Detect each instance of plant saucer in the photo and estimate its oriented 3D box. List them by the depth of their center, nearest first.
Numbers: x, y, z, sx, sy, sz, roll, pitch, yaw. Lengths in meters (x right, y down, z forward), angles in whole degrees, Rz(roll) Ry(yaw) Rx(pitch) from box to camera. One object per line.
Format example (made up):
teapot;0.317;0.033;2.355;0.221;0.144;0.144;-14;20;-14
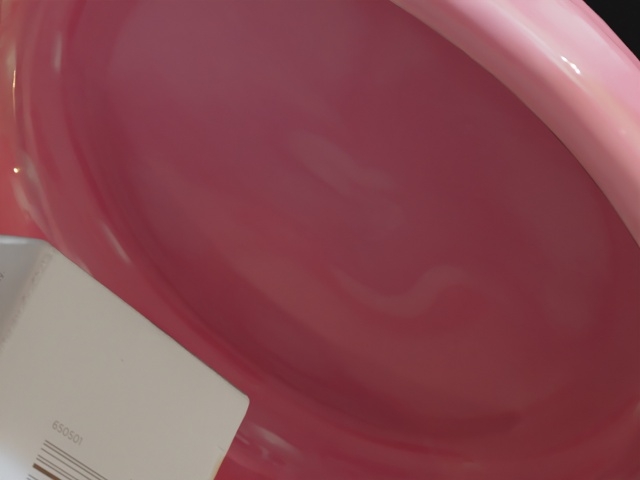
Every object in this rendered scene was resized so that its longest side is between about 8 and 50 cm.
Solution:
plant saucer;0.000;0.000;0.537;0.332;0.084;0.332;21;-41;20

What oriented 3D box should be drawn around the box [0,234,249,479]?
box;-0.128;0.069;0.425;0.170;0.130;0.091;6;-26;40
